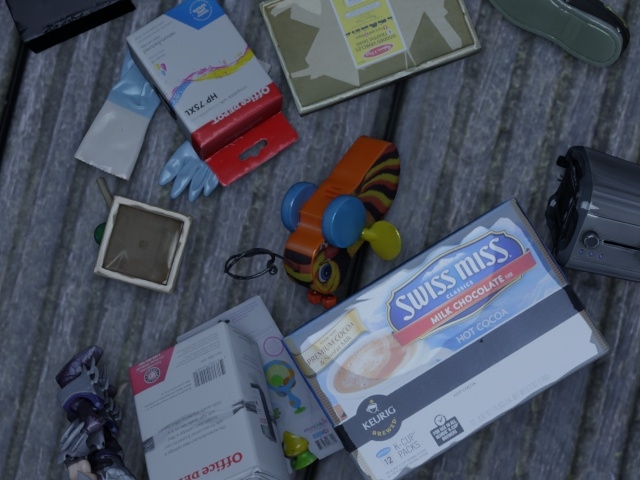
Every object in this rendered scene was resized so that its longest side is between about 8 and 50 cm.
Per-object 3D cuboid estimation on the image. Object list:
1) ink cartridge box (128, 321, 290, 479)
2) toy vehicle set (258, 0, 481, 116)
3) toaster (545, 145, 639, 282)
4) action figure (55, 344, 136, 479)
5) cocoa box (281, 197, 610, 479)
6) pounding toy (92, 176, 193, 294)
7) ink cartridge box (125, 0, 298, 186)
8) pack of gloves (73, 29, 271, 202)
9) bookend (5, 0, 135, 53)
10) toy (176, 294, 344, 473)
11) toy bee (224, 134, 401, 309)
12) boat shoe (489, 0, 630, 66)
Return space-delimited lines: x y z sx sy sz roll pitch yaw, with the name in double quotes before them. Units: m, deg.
"ink cartridge box" -0.142 0.239 1.837 0.159 0.092 0.218 -27 56 19
"toy vehicle set" 0.067 -0.293 1.978 0.267 0.035 0.166 -20 86 2
"toaster" 0.381 -0.035 1.878 0.146 0.227 0.129 16 114 -3
"action figure" -0.276 0.270 1.843 0.099 0.285 0.185 -31 130 1
"cocoa box" 0.157 0.132 1.853 0.347 0.231 0.228 -32 85 1
"pounding toy" -0.254 -0.008 1.960 0.141 0.100 0.130 16 88 -7
"ink cartridge box" -0.142 -0.205 1.937 0.134 0.078 0.231 -34 82 -9
"pack of gloves" -0.202 -0.174 1.991 0.195 0.046 0.232 23 78 3
"bookend" -0.361 -0.364 1.985 0.156 0.072 0.157 -25 85 0
"toy" -0.074 0.199 1.943 0.137 0.056 0.237 -28 94 17
"toy bee" 0.000 0.000 1.915 0.298 0.195 0.162 -29 130 -14
"boat shoe" 0.316 -0.319 1.954 0.228 0.069 0.081 37 129 8
